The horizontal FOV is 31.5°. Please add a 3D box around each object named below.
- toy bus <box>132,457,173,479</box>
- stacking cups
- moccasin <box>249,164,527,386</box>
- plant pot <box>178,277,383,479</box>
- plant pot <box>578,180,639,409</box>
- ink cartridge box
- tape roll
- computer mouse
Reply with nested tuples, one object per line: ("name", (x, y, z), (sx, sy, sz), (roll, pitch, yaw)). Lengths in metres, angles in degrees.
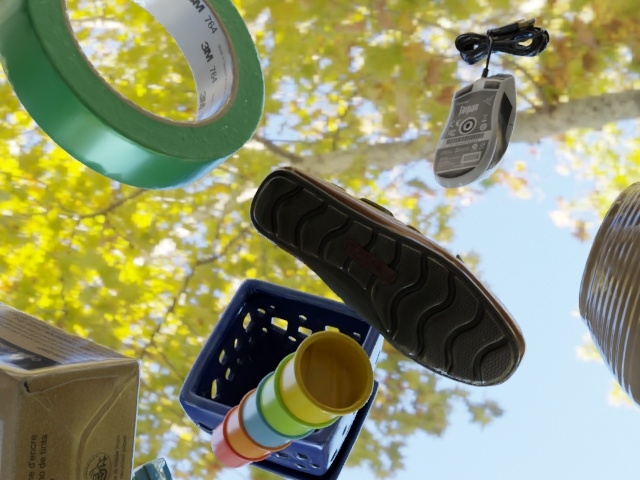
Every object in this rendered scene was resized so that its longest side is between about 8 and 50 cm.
("toy bus", (-0.246, 0.207, 0.949), (0.202, 0.191, 0.104), (-25, -99, 7))
("stacking cups", (-0.042, 0.205, 1.333), (0.096, 0.316, 0.096), (10, -119, -19))
("moccasin", (0.086, 0.042, 1.377), (0.139, 0.380, 0.147), (-65, -22, 12))
("plant pot", (-0.045, 0.226, 1.690), (0.212, 0.235, 0.236), (82, -151, -52))
("plant pot", (0.269, 0.026, 0.852), (0.237, 0.109, 0.237), (-38, -40, -42))
("ink cartridge box", (-0.210, 0.167, 0.711), (0.088, 0.193, 0.235), (-4, -78, -47))
("tape roll", (-0.210, -0.216, 1.292), (0.321, 0.077, 0.321), (25, -131, -34))
("computer mouse", (0.155, -0.123, 1.071), (0.042, 0.106, 0.193), (39, -121, -38))
